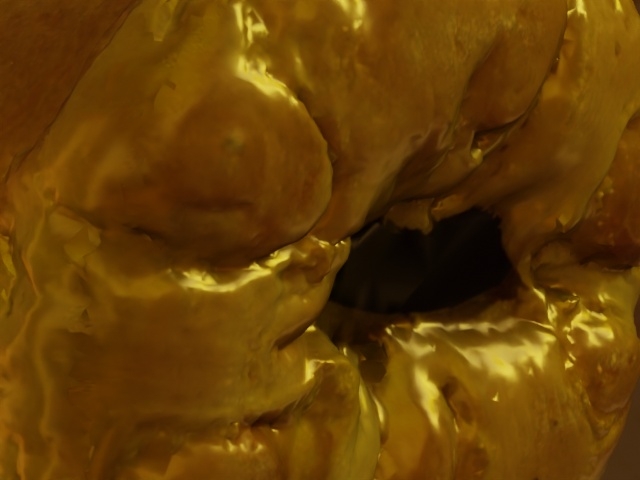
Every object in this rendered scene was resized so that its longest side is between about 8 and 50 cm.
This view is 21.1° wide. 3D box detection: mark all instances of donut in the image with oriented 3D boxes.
[{"bbox_3d":[0.000,0.000,0.498,0.261,0.128,0.208,10,96,-50],"label":"donut"}]
